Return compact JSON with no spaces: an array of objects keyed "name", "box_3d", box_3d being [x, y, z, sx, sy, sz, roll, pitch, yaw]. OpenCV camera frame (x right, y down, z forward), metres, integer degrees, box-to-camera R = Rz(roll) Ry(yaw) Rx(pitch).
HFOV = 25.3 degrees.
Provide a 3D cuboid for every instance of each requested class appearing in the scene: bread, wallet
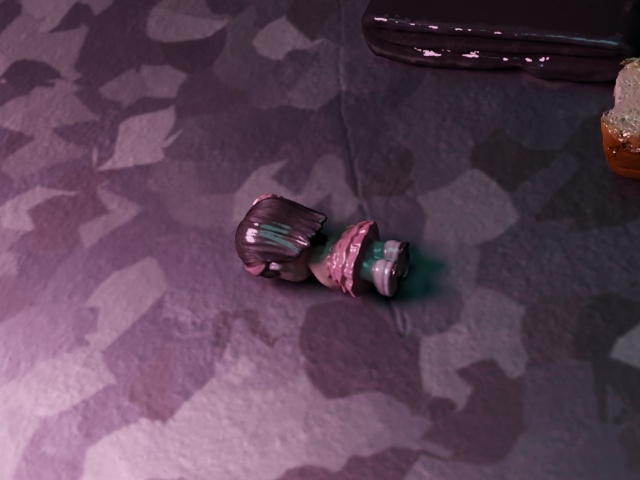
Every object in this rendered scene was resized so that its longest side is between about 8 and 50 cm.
[{"name":"bread","box_3d":[0.239,-0.077,0.983,0.083,0.070,0.076,4,56,23]},{"name":"wallet","box_3d":[0.203,-0.302,1.171,0.228,0.062,0.406,11,60,24]}]

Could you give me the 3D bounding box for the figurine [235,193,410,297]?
[{"name":"figurine","box_3d":[0.000,0.000,1.017,0.129,0.054,0.072,10,54,22]}]
